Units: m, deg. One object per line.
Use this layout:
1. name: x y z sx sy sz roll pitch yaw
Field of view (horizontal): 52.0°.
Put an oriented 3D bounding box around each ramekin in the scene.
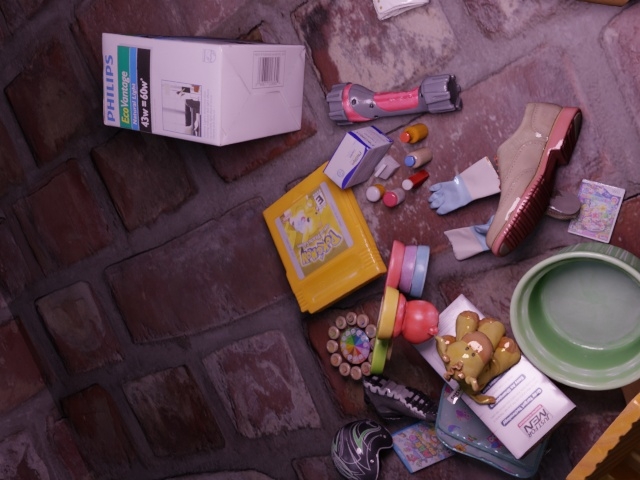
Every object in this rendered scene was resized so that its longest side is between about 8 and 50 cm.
1. ramekin: 0.575 0.149 1.400 0.304 0.148 0.303 10 111 29

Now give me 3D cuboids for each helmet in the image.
1. helmet: 0.108 0.588 1.814 0.169 0.162 0.169 17 118 36

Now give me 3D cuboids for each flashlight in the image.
1. flashlight: 0.165 -0.333 1.525 0.304 0.103 0.103 -2 102 33

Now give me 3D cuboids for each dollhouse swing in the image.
1. dollhouse swing: 0.704 0.427 1.271 0.315 0.305 0.346 37 118 21

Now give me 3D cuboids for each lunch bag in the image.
1. lunch bag: 0.429 0.449 1.612 0.279 0.108 0.224 19 115 26

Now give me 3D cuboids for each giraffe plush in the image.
1. giraffe plush: 0.314 0.248 1.399 0.181 0.170 0.210 20 81 26

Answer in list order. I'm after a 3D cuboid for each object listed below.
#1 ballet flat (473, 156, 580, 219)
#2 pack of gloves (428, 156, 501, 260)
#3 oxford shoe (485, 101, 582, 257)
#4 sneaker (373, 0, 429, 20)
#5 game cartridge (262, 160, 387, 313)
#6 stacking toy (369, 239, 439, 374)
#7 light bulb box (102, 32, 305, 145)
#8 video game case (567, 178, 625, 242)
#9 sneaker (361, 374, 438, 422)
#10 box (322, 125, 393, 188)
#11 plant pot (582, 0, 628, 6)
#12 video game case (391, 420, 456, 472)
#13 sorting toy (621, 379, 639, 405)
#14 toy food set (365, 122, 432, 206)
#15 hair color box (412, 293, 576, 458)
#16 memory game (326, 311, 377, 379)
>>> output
1. ballet flat: 0.450 -0.109 1.447 0.250 0.084 0.058 27 161 21
2. pack of gloves: 0.334 -0.058 1.491 0.195 0.046 0.232 61 148 0
3. oxford shoe: 0.417 -0.130 1.372 0.130 0.123 0.348 25 81 32
4. sneaker: 0.108 -0.583 1.474 0.293 0.108 0.169 8 107 28
5. game cartridge: 0.000 0.000 1.714 0.285 0.053 0.323 -35 68 35
6. stacking toy: 0.209 0.173 1.573 0.131 0.309 0.279 10 130 6
7. light bulb box: -0.283 -0.386 1.628 0.361 0.358 0.225 14 111 26
8. video game case: 0.590 -0.063 1.404 0.087 0.011 0.122 19 115 26
9. sneaker: 0.211 0.443 1.768 0.234 0.078 0.106 21 119 29
10. box: 0.092 -0.203 1.589 0.072 0.137 0.126 42 123 15
11. plant pot: 0.478 -0.544 1.208 0.254 0.237 0.237 31 121 3
12. video game case: 0.276 0.560 1.801 0.166 0.015 0.119 -39 84 35
13. sorting toy: 0.762 0.335 1.417 0.193 0.038 0.208 -17 92 34
14. toy food set: 0.184 -0.161 1.565 0.111 0.104 0.232 46 123 11
15. hair color box: 0.391 0.308 1.504 0.174 0.105 0.347 -44 61 4
16. memory game: 0.090 0.288 1.795 0.186 0.012 0.186 -1 88 38
